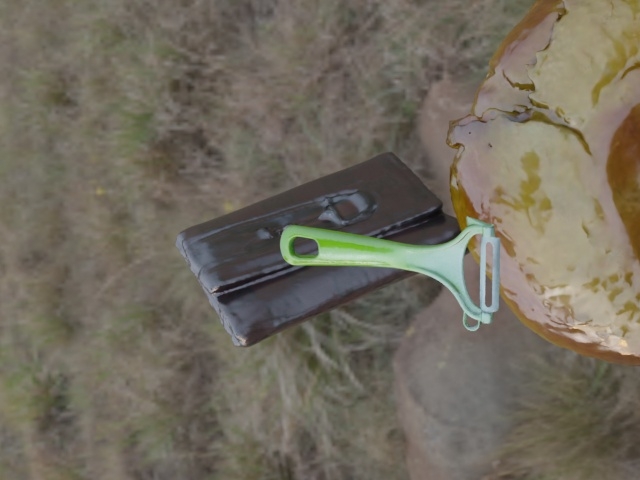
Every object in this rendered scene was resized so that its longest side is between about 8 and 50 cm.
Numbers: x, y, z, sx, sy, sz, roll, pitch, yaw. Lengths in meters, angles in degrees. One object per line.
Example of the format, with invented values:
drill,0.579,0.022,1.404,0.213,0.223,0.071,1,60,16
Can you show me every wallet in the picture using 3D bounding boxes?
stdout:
wallet,0.000,0.000,1.052,0.182,0.229,0.049,-130,23,-53

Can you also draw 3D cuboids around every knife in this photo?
knife,0.047,0.015,0.828,0.166,0.022,0.078,8,103,29

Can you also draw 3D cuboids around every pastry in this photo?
pastry,0.277,-0.059,0.944,0.164,0.355,0.356,-163,71,-79
